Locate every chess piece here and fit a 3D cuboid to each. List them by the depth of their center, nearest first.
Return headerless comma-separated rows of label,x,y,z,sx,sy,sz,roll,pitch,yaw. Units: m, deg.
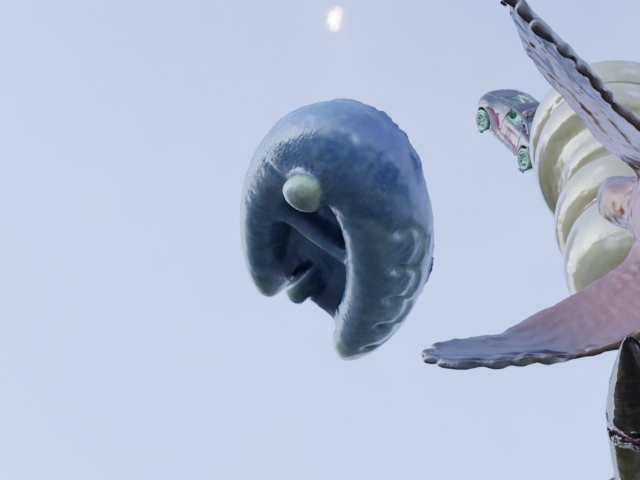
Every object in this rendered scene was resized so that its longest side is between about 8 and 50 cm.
chess piece,0.258,-0.020,1.455,0.167,0.299,0.167,3,-60,5

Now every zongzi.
zongzi,0.147,0.092,0.774,0.067,0.073,0.083,-5,-27,32

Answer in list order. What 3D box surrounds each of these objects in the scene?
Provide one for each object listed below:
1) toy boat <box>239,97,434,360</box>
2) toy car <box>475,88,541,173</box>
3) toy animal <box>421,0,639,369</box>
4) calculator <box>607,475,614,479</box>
toy boat,0.000,0.000,1.743,0.215,0.123,0.330,41,-35,16
toy car,0.217,-0.115,1.761,0.069,0.142,0.055,-8,-54,-27
toy animal,0.251,-0.010,1.007,0.284,0.225,0.302,18,14,36
calculator,0.426,0.261,1.903,0.330,0.048,0.220,4,-38,-48
